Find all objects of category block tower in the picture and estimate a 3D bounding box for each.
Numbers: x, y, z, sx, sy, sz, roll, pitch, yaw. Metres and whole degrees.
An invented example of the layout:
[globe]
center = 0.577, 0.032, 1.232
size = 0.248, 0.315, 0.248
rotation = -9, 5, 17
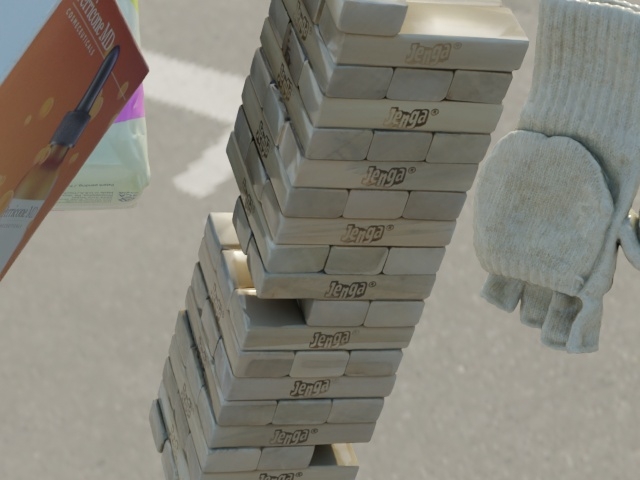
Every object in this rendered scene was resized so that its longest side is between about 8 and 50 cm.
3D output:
[block tower]
center = 0.000, 0.000, 0.894
size = 0.097, 0.335, 0.091
rotation = 0, 41, -21

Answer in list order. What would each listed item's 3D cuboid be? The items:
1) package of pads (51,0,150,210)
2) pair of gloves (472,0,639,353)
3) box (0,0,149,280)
[package of pads]
center = -0.222, -0.162, 1.041
size = 0.229, 0.297, 0.101
rotation = -2, -9, -12
[pair of gloves]
center = 0.195, -0.008, 0.988
size = 0.240, 0.204, 0.042
rotation = 26, 26, 23
[box]
center = -0.154, -0.038, 0.669
size = 0.091, 0.130, 0.170
rotation = 33, 81, 11
